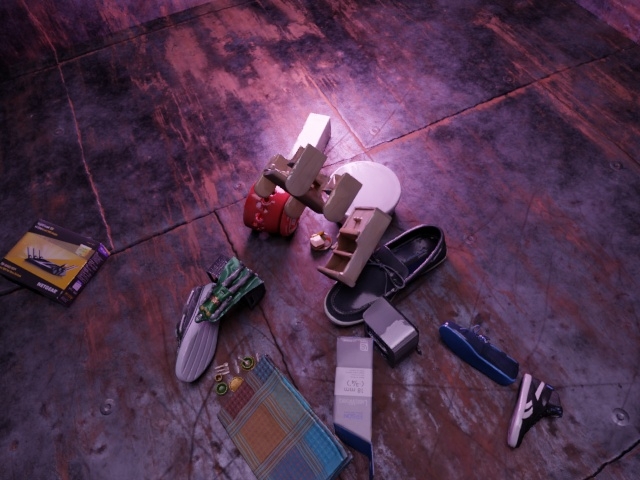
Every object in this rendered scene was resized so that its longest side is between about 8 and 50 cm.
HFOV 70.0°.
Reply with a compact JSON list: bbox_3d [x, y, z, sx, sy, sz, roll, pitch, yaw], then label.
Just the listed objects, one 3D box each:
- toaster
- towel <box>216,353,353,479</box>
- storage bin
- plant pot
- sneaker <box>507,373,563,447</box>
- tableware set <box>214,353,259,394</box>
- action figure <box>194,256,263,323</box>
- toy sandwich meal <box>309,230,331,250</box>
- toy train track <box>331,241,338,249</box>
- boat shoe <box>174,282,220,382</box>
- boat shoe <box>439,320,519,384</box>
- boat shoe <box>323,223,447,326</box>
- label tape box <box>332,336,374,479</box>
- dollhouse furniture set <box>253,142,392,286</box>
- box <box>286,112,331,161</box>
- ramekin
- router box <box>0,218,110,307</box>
[{"bbox_3d":[0.216,0.284,1.398,0.110,0.168,0.186,-37,61,-15],"label":"toaster"},{"bbox_3d":[-0.117,0.537,1.256,0.370,0.040,0.271,43,103,27],"label":"towel"},{"bbox_3d":[-0.284,0.140,1.554,0.180,0.122,0.084,29,65,21],"label":"storage bin"},{"bbox_3d":[-0.167,-0.115,1.669,0.174,0.191,0.191,18,61,12],"label":"plant pot"},{"bbox_3d":[0.610,0.492,1.282,0.121,0.079,0.217,20,60,18],"label":"sneaker"},{"bbox_3d":[-0.258,0.418,1.432,0.154,0.024,0.104,-15,58,-6],"label":"tableware set"},{"bbox_3d":[-0.307,0.171,1.434,0.137,0.063,0.232,36,75,20],"label":"action figure"},{"bbox_3d":[0.000,0.000,1.675,0.085,0.029,0.086,-2,57,3],"label":"toy sandwich meal"},{"bbox_3d":[0.070,0.002,1.678,0.083,0.014,0.048,-41,63,-19],"label":"toy train track"},{"bbox_3d":[-0.407,0.296,1.484,0.119,0.121,0.335,-9,49,27],"label":"boat shoe"},{"bbox_3d":[0.482,0.331,1.399,0.258,0.109,0.089,41,61,8],"label":"boat shoe"},{"bbox_3d":[0.219,0.101,1.522,0.500,0.156,0.187,-31,62,-13],"label":"boat shoe"},{"bbox_3d":[0.090,0.463,1.246,0.105,0.241,0.334,1,57,5],"label":"label tape box"},{"bbox_3d":[-0.019,-0.071,1.425,0.394,0.362,0.257,34,81,-21],"label":"dollhouse furniture set"},{"bbox_3d":[-0.043,-0.387,1.880,0.094,0.113,0.275,15,59,14],"label":"box"},{"bbox_3d":[0.158,-0.156,1.706,0.272,0.127,0.273,-2,58,3],"label":"ramekin"},{"bbox_3d":[-0.977,0.077,1.673,0.308,0.081,0.243,18,60,15],"label":"router box"}]
